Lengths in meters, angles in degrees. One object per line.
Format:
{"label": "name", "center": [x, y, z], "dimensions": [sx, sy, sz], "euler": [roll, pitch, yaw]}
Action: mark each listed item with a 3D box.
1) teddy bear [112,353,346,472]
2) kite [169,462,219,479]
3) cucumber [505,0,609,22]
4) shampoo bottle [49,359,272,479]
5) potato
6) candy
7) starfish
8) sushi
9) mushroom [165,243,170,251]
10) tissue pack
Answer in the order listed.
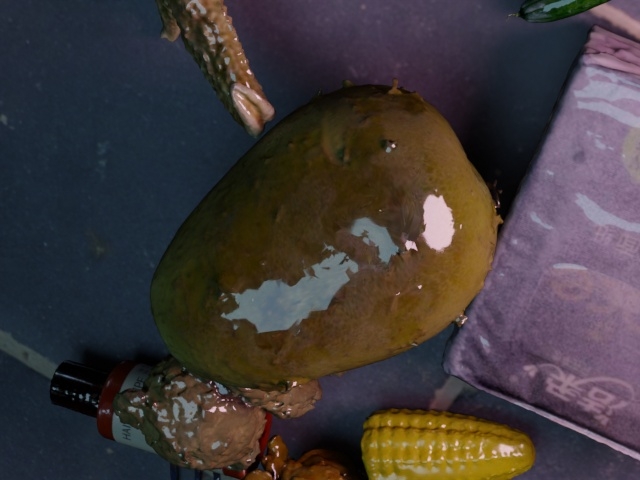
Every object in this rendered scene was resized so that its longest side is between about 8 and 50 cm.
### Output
{"label": "teddy bear", "center": [-0.103, 0.152, 1.535], "dimensions": [0.267, 0.156, 0.256], "euler": [33, 112, -21]}
{"label": "kite", "center": [-0.172, 0.368, 1.814], "dimensions": [0.127, 0.016, 0.229], "euler": [8, 120, 14]}
{"label": "cucumber", "center": [0.259, -0.241, 1.299], "dimensions": [0.168, 0.039, 0.039], "euler": [-19, 109, 26]}
{"label": "shampoo bottle", "center": [-0.206, 0.213, 1.689], "dimensions": [0.278, 0.104, 0.104], "euler": [14, 121, 14]}
{"label": "potato", "center": [0.006, 0.018, 1.348], "dimensions": [0.359, 0.219, 0.270], "euler": [-41, 89, 6]}
{"label": "candy", "center": [0.151, 0.249, 1.578], "dimensions": [0.198, 0.094, 0.106], "euler": [-3, 110, 16]}
{"label": "starfish", "center": [-0.114, -0.330, 1.296], "dimensions": [0.324, 0.082, 0.432], "euler": [44, 138, 45]}
{"label": "sushi", "center": [-0.004, 0.358, 1.621], "dimensions": [0.213, 0.200, 0.204], "euler": [8, 130, 9]}
{"label": "mushroom", "center": [-0.094, 0.007, 1.568], "dimensions": [0.202, 0.054, 0.059], "euler": [-18, 116, 22]}
{"label": "tissue pack", "center": [0.321, 0.019, 1.364], "dimensions": [0.288, 0.124, 0.394], "euler": [25, 123, 7]}
